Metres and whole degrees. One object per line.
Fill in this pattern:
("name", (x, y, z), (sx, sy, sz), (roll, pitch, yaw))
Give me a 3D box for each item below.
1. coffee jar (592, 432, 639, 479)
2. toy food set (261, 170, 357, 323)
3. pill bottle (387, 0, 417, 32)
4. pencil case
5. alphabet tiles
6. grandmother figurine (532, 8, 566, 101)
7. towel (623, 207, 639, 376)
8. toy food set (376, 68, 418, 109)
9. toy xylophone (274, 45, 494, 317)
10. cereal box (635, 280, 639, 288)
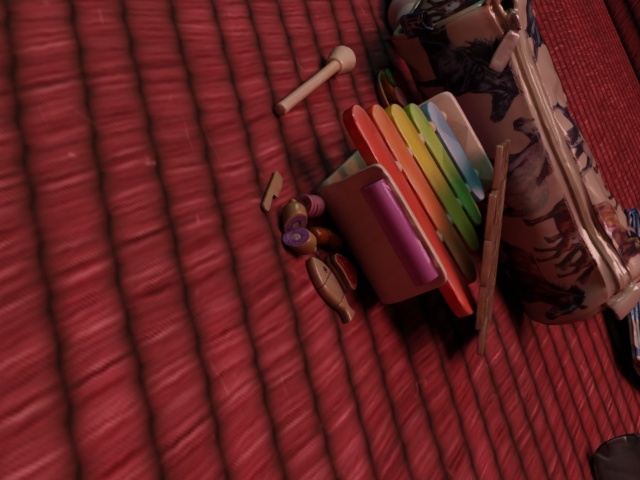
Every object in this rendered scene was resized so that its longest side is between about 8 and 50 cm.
("coffee jar", (0.399, 0.297, 1.279), (0.184, 0.079, 0.096), (31, 40, -50))
("toy food set", (0.000, 0.000, 0.854), (0.122, 0.019, 0.078), (53, 27, -23))
("pill bottle", (0.116, -0.286, 1.305), (0.067, 0.067, 0.120), (49, 28, -29))
("pencil case", (0.232, -0.102, 1.201), (0.410, 0.160, 0.183), (62, -6, -15))
("alphabet tiles", (0.164, 0.005, 1.015), (0.237, 0.009, 0.198), (-29, 125, -76))
("grandmother figurine", (0.254, -0.229, 1.490), (0.208, 0.104, 0.342), (20, 40, -6))
("towel", (0.520, 0.113, 1.669), (0.209, 0.034, 0.285), (49, 38, -45))
("toy food set", (0.089, -0.153, 1.179), (0.083, 0.020, 0.082), (66, 25, 3))
("toy xylophone", (0.071, -0.069, 0.988), (0.236, 0.081, 0.322), (56, 25, -16))
("cereal box", (0.371, -0.026, 1.477), (0.173, 0.047, 0.240), (-2, 69, -61))
